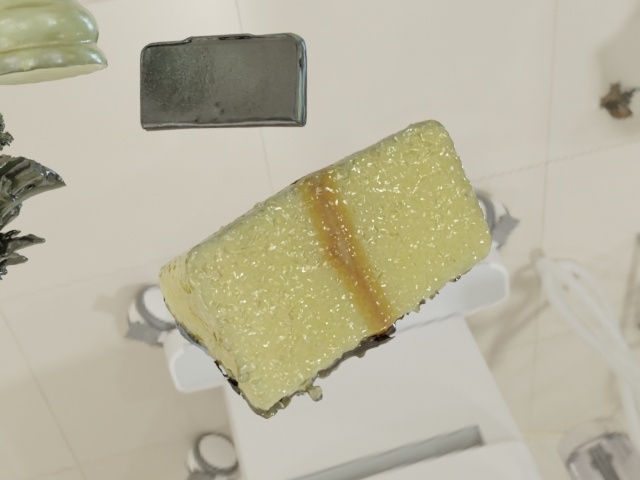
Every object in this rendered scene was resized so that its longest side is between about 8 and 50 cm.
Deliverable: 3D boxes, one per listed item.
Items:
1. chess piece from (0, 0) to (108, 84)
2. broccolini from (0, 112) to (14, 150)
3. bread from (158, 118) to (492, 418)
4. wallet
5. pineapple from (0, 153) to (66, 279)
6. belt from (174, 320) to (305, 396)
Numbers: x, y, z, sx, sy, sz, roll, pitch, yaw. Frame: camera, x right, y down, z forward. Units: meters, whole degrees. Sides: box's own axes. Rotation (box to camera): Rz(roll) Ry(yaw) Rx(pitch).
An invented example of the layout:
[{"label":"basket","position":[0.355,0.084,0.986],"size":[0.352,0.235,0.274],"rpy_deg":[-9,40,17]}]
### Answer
[{"label":"chess piece","position":[-0.313,-0.297,1.023],"size":[0.144,0.144,0.251],"rpy_deg":[-9,96,-11]},{"label":"broccolini","position":[-0.619,-0.182,1.647],"size":[0.123,0.271,0.062],"rpy_deg":[20,107,14]},{"label":"bread","position":[0.000,0.000,0.832],"size":[0.266,0.178,0.142],"rpy_deg":[-31,132,-23]},{"label":"wallet","position":[-0.176,-0.281,1.745],"size":[0.318,0.172,0.045],"rpy_deg":[0,-179,19]},{"label":"pineapple","position":[-0.346,0.055,0.899],"size":[0.141,0.170,0.310],"rpy_deg":[30,90,0]},{"label":"belt","position":[-0.096,0.130,1.362],"size":[0.218,0.128,0.122],"rpy_deg":[24,149,5]}]
